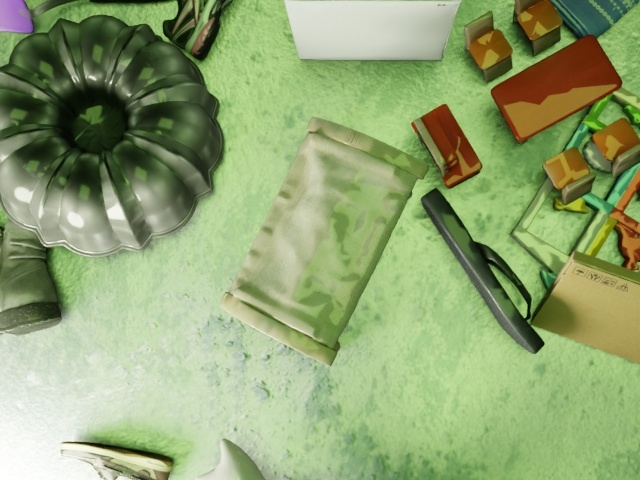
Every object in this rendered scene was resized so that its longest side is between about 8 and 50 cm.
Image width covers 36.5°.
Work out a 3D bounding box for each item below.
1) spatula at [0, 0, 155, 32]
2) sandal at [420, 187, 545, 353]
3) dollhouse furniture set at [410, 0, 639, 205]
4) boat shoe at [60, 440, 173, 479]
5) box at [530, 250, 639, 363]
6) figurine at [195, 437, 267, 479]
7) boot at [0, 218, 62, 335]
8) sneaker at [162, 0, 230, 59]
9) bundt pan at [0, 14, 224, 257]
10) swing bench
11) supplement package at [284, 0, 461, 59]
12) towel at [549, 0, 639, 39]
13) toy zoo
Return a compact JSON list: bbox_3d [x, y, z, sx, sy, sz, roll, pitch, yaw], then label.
[{"bbox_3d":[-0.343,-0.330,1.333,0.296,0.084,0.030,-9,61,-5],"label":"spatula"},{"bbox_3d":[0.222,0.035,1.269,0.054,0.097,0.254,-33,85,-1],"label":"sandal"},{"bbox_3d":[0.254,-0.169,1.245,0.259,0.135,0.262,-30,78,5],"label":"dollhouse furniture set"},{"bbox_3d":[-0.274,0.299,1.288,0.152,0.056,0.049,10,81,2],"label":"boat shoe"},{"bbox_3d":[0.388,0.096,1.236,0.201,0.164,0.021,19,56,3],"label":"box"},{"bbox_3d":[-0.085,0.381,1.220,0.209,0.092,0.215,27,87,7],"label":"figurine"},{"bbox_3d":[-0.476,0.061,1.309,0.246,0.083,0.161,-15,79,-5],"label":"boot"},{"bbox_3d":[-0.160,-0.343,1.319,0.077,0.072,0.178,25,86,1],"label":"sneaker"},{"bbox_3d":[-0.292,-0.148,1.263,0.331,0.124,0.331,0,80,-3],"label":"bundt pan"},{"bbox_3d":[0.000,0.000,1.200,0.165,0.255,0.253,27,87,4],"label":"swing bench"},{"bbox_3d":[0.064,-0.328,1.216,0.204,0.262,0.145,1,85,2],"label":"supplement package"},{"bbox_3d":[0.401,-0.461,1.327,0.336,0.040,0.243,-43,87,-1],"label":"towel"},{"bbox_3d":[0.389,-0.042,1.302,0.192,0.030,0.293,32,88,3],"label":"toy zoo"}]
